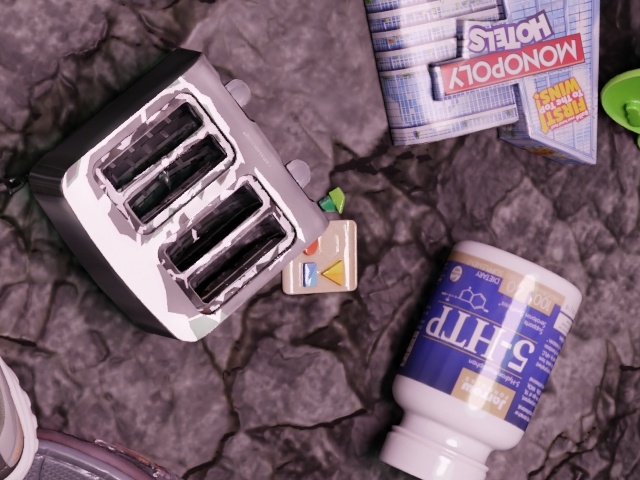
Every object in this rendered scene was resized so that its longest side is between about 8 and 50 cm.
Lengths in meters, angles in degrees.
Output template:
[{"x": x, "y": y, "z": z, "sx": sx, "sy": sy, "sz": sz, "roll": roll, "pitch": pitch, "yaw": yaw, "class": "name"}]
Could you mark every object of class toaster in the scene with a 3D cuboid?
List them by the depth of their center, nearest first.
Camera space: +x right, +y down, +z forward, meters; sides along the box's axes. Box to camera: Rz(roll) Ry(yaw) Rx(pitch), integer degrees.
[{"x": -0.110, "y": -0.029, "z": 1.367, "sx": 0.186, "sy": 0.110, "sz": 0.168, "roll": -40, "pitch": 106, "yaw": -14, "class": "toaster"}]

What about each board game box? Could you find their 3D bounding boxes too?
[{"x": 0.146, "y": -0.143, "z": 1.485, "sx": 0.194, "sy": 0.060, "sz": 0.194, "roll": -16, "pitch": 98, "yaw": -20, "class": "board game box"}]

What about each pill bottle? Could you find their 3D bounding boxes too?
[{"x": 0.121, "y": 0.104, "z": 1.465, "sx": 0.112, "sy": 0.112, "sz": 0.186, "roll": 26, "pitch": 84, "yaw": -21, "class": "pill bottle"}]

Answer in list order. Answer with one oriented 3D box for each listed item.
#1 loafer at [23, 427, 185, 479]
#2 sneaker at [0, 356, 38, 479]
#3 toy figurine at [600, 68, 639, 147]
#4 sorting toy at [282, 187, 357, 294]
[{"x": -0.119, "y": 0.230, "z": 1.407, "sx": 0.302, "sy": 0.095, "sz": 0.109, "roll": 35, "pitch": 111, "yaw": -15, "class": "loafer"}, {"x": -0.280, "y": 0.050, "z": 1.286, "sx": 0.100, "sy": 0.108, "sz": 0.271, "roll": -30, "pitch": 82, "yaw": -11, "class": "sneaker"}, {"x": 0.307, "y": -0.167, "z": 1.522, "sx": 0.130, "sy": 0.173, "sz": 0.159, "roll": 7, "pitch": 69, "yaw": 14, "class": "toy figurine"}, {"x": 0.000, "y": 0.000, "z": 1.463, "sx": 0.062, "sy": 0.012, "sz": 0.083, "roll": -2, "pitch": 95, "yaw": -21, "class": "sorting toy"}]
